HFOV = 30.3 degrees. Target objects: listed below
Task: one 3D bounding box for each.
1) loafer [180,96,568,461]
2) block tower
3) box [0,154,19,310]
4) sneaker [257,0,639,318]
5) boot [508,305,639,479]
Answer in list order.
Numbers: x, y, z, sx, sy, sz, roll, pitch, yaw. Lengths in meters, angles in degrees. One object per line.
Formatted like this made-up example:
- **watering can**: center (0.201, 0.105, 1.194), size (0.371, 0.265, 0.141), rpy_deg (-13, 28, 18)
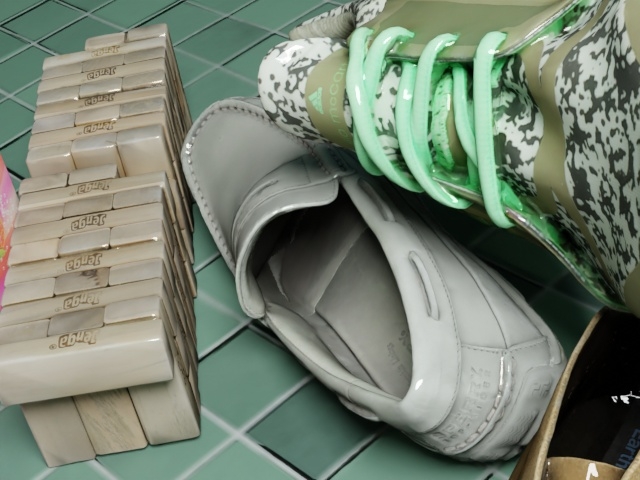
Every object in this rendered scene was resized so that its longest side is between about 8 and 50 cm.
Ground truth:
- **loafer**: center (0.000, 0.000, 0.643), size (0.111, 0.112, 0.319), rpy_deg (15, 17, -41)
- **block tower**: center (-0.128, -0.011, 0.726), size (0.091, 0.097, 0.335), rpy_deg (-11, 36, 2)
- **box**: center (-0.282, 0.066, 0.629), size (0.154, 0.142, 0.300), rpy_deg (-1, 39, 14)
- **sneaker**: center (0.065, -0.054, 0.539), size (0.182, 0.158, 0.410), rpy_deg (-5, 13, -5)
- **boot**: center (0.082, 0.145, 0.454), size (0.112, 0.115, 0.305), rpy_deg (12, 45, 26)
